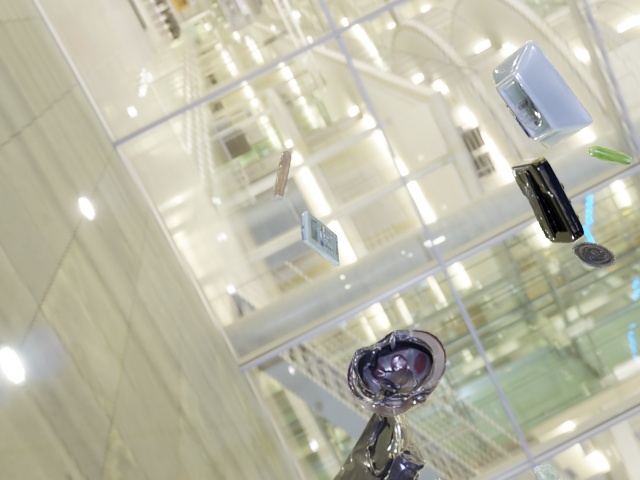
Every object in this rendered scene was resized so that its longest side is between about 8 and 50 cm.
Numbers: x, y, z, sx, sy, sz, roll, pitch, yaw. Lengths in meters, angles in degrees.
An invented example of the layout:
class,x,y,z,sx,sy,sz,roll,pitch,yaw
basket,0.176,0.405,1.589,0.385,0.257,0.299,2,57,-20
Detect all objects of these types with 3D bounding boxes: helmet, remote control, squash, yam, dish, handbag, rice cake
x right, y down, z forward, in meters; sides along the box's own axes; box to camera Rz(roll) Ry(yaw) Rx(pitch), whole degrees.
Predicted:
class,x,y,z,sx,sy,sz,roll,pitch,yaw
helmet,0.096,0.166,1.069,0.070,0.123,0.098,70,1,-51
remote control,0.000,0.000,1.661,0.162,0.029,0.061,38,43,-59
squash,0.547,-0.160,1.666,0.027,0.089,0.027,-168,-90,-86
yam,-0.092,-0.156,2.138,0.032,0.032,0.145,64,28,-46
dish,0.498,-0.325,2.079,0.243,0.080,0.182,53,-26,-1
handbag,0.110,0.447,1.678,0.088,0.244,0.275,25,11,-8
rice cake,0.376,0.403,1.379,0.171,0.033,0.029,-109,-173,-70

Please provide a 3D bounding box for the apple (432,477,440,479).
class,x,y,z,sx,sy,sz,roll,pitch,yaw
apple,0.224,0.752,2.407,0.293,0.251,0.163,83,-5,-69

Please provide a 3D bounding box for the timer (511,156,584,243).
class,x,y,z,sx,sy,sz,roll,pitch,yaw
timer,0.461,-0.078,1.815,0.187,0.055,0.144,61,-8,-4

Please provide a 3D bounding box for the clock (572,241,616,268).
class,x,y,z,sx,sy,sz,roll,pitch,yaw
clock,0.500,0.026,1.611,0.074,0.083,0.010,-123,-145,-43
